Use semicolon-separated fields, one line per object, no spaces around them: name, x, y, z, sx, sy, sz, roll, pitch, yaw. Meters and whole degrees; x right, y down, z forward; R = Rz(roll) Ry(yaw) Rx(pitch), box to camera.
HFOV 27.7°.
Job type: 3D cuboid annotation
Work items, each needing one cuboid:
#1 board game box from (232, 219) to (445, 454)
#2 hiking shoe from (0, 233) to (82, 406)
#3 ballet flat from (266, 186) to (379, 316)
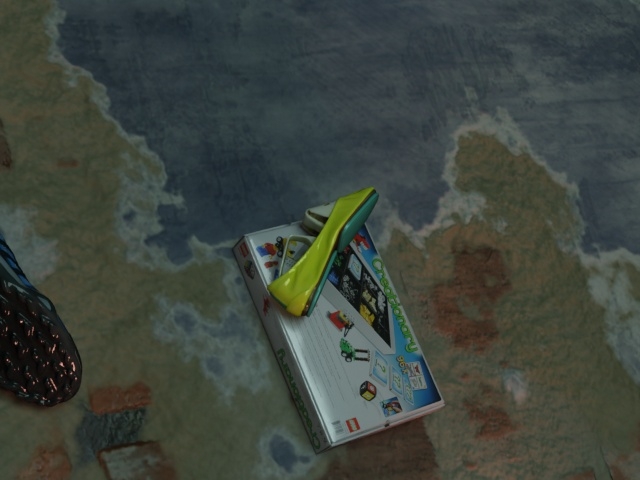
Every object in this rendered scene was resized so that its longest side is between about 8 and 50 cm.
board game box;0.025;0.116;1.758;0.193;0.053;0.305;-14;74;-32
hiking shoe;-0.377;0.056;1.533;0.304;0.113;0.132;55;13;-15
ballet flat;0.000;0.000;1.728;0.077;0.077;0.231;27;57;7
